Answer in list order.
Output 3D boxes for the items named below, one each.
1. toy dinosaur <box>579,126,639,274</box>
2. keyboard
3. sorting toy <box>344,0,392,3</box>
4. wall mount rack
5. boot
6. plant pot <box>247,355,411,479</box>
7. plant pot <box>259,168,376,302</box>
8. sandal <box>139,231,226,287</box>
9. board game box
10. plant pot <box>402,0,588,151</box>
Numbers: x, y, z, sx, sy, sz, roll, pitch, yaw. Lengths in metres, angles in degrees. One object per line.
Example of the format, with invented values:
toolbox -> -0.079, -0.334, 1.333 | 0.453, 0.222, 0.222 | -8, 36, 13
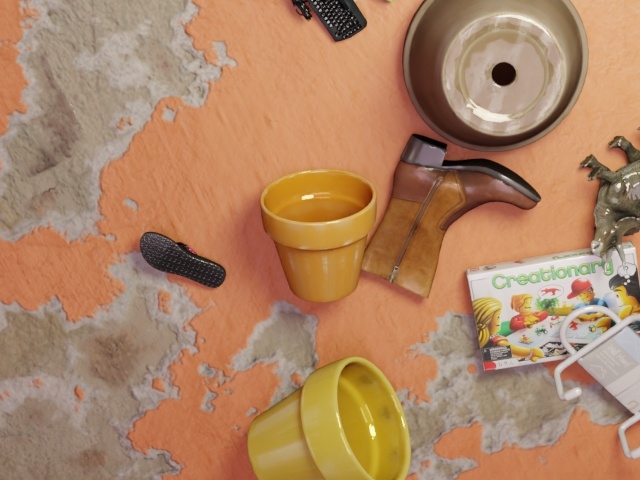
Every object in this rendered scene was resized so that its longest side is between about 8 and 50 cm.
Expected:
toy dinosaur -> 0.562, -0.106, 1.812 | 0.313, 0.121, 0.160 | -42, 104, 2
keyboard -> -0.009, -0.423, 1.791 | 0.100, 0.038, 0.192 | -27, 112, 28
sorting toy -> 0.017, -0.532, 1.777 | 0.347, 0.047, 0.196 | 25, 106, -1
wall mount rack -> 0.600, 0.235, 1.830 | 0.350, 0.130, 0.304 | 40, 115, -22
boot -> 0.230, -0.019, 1.867 | 0.264, 0.096, 0.281 | 19, 107, 0
plant pot -> 0.004, 0.371, 1.931 | 0.239, 0.254, 0.254 | -24, 101, 27
plant pot -> 0.000, 0.000, 1.857 | 0.205, 0.205, 0.188 | 0, 121, 6
sandal -> -0.264, 0.036, 1.969 | 0.179, 0.040, 0.067 | 27, 112, -16
board game box -> 0.435, 0.122, 1.903 | 0.305, 0.053, 0.193 | -11, 104, 9
plant pot -> 0.293, -0.287, 1.694 | 0.323, 0.280, 0.323 | 1, 105, 5
